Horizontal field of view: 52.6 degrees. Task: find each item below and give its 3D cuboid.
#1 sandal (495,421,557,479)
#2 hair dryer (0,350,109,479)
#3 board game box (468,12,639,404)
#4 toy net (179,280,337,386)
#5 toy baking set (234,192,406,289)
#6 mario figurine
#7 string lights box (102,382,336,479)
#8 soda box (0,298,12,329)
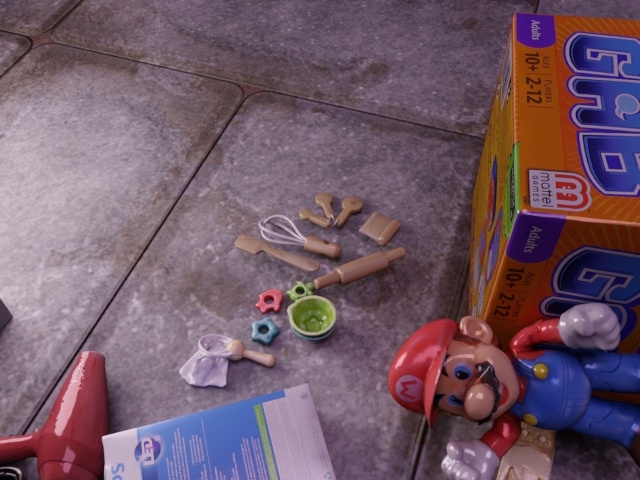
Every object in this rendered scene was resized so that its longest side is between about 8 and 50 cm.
[{"bbox_3d":[0.248,0.296,0.764,0.088,0.079,0.240,12,53,10],"label":"sandal"},{"bbox_3d":[-0.372,0.255,0.805,0.223,0.080,0.293,29,57,22],"label":"hair dryer"},{"bbox_3d":[0.398,-0.031,0.846,0.355,0.356,0.357,7,52,7],"label":"board game box"},{"bbox_3d":[-0.096,0.127,0.926,0.232,0.045,0.122,-21,54,-15],"label":"toy net"},{"bbox_3d":[0.005,0.003,1.030,0.256,0.030,0.197,-23,46,-27],"label":"toy baking set"},{"bbox_3d":[0.234,0.177,0.714,0.320,0.170,0.198,7,64,2],"label":"mario figurine"},{"bbox_3d":[-0.121,0.277,0.785,0.259,0.077,0.133,-12,52,-9],"label":"string lights box"},{"bbox_3d":[-0.557,0.169,0.865,0.091,0.098,0.286,20,54,16],"label":"soda box"}]
